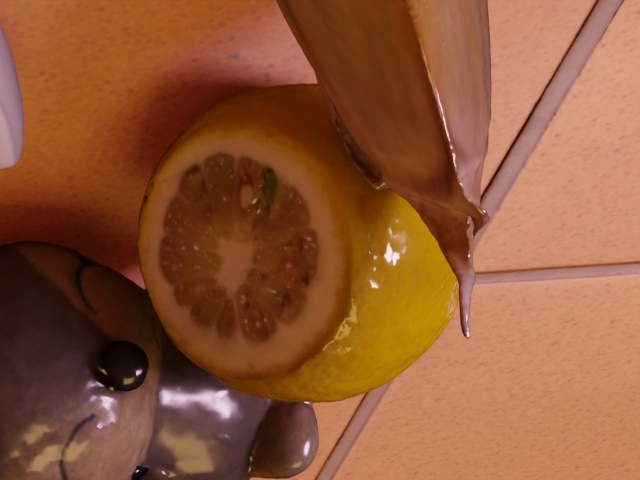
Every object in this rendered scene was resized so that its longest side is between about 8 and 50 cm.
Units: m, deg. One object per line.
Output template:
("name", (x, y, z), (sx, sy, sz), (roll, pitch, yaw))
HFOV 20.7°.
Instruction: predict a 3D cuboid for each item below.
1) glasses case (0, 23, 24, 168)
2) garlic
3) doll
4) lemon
("glasses case", (-0.236, -0.130, 1.120), (0.059, 0.092, 0.233), (-11, 150, 1))
("garlic", (0.043, -0.125, 1.122), (0.151, 0.196, 0.338), (-9, 124, 3))
("doll", (-0.227, 0.153, 1.439), (0.382, 0.252, 0.378), (15, 140, -29))
("lemon", (0.000, 0.000, 1.312), (0.240, 0.240, 0.219), (-37, 164, 31))
